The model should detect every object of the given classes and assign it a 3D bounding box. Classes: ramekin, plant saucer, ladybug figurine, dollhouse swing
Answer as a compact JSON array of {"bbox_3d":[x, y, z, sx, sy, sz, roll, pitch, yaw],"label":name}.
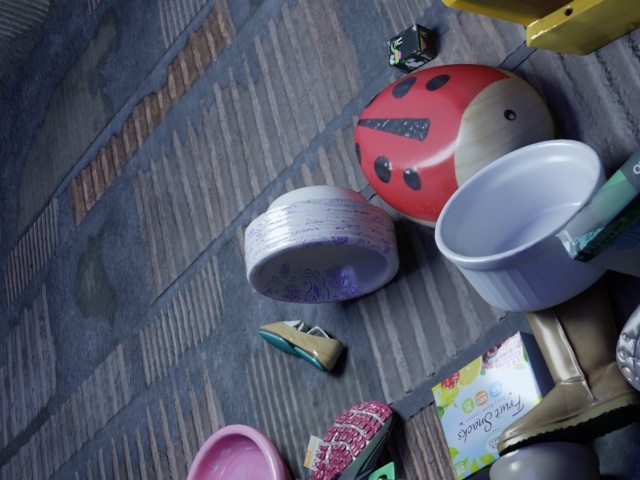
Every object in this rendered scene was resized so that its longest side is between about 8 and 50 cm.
[{"bbox_3d":[0.329,-0.018,1.684,0.277,0.135,0.277,-28,28,16],"label":"ramekin"},{"bbox_3d":[-0.159,0.543,2.215,0.332,0.084,0.332,-22,61,45],"label":"plant saucer"},{"bbox_3d":[0.208,-0.178,1.951,0.449,0.162,0.305,8,84,52],"label":"ladybug figurine"},{"bbox_3d":[0.373,-0.526,1.758,0.315,0.305,0.346,-26,57,44],"label":"dollhouse swing"}]

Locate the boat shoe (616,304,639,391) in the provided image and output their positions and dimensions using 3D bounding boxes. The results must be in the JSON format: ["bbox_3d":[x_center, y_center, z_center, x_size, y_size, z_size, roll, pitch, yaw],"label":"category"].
[{"bbox_3d":[0.540,0.058,1.487,0.355,0.130,0.132,-61,36,25],"label":"boat shoe"}]

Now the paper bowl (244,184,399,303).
[{"bbox_3d":[0.000,0.000,2.046,0.284,0.284,0.148,-30,55,42],"label":"paper bowl"}]

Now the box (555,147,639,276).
[{"bbox_3d":[0.505,-0.080,1.493,0.322,0.232,0.058,-52,48,27],"label":"box"}]

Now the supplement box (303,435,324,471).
[{"bbox_3d":[0.016,0.414,2.081,0.098,0.036,0.062,10,85,52],"label":"supplement box"}]

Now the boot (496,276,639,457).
[{"bbox_3d":[0.349,0.182,1.655,0.236,0.089,0.269,-22,49,11],"label":"boot"}]

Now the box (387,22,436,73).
[{"bbox_3d":[0.179,-0.376,2.147,0.083,0.052,0.062,-25,60,43],"label":"box"}]

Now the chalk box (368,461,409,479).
[{"bbox_3d":[0.115,0.484,1.856,0.132,0.132,0.213,-39,50,36],"label":"chalk box"}]

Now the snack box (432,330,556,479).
[{"bbox_3d":[0.291,0.272,1.764,0.207,0.070,0.174,-41,48,37],"label":"snack box"}]

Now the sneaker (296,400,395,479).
[{"bbox_3d":[0.047,0.428,1.987,0.299,0.112,0.121,-58,31,-3],"label":"sneaker"}]

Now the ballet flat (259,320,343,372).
[{"bbox_3d":[-0.034,0.202,2.207,0.073,0.080,0.232,-50,38,-15],"label":"ballet flat"}]

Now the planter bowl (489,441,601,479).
[{"bbox_3d":[0.334,0.377,1.586,0.162,0.162,0.109,-40,40,36],"label":"planter bowl"}]
